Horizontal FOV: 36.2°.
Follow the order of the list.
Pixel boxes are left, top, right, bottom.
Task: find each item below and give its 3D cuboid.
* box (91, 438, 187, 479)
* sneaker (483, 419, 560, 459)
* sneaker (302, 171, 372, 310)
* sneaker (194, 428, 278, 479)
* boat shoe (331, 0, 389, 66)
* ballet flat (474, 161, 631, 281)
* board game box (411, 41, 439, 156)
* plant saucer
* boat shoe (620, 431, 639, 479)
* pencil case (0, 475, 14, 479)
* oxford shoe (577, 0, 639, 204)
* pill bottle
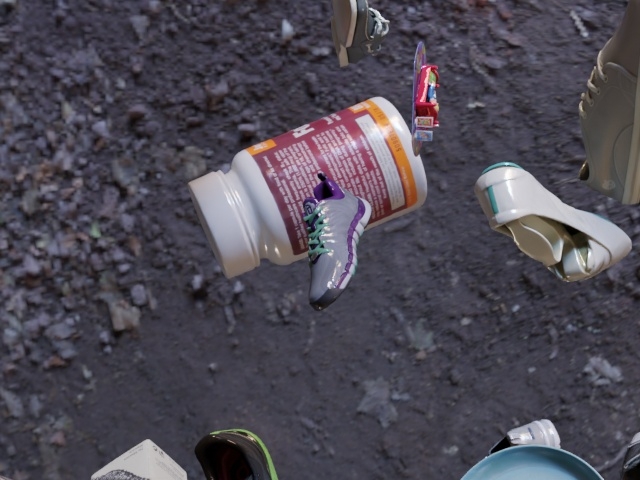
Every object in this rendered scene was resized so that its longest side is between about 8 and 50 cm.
[{"bbox_3d":[-0.238,0.403,1.304,0.113,0.275,0.094,-35,120,7],"label":"box"},{"bbox_3d":[0.351,0.445,1.912,0.105,0.115,0.281,-112,34,-46],"label":"sneaker"},{"bbox_3d":[0.000,0.000,1.354,0.098,0.224,0.083,40,127,-17],"label":"sneaker"},{"bbox_3d":[-0.134,0.608,2.125,0.185,0.202,0.483,-50,55,7],"label":"sneaker"},{"bbox_3d":[0.077,-0.413,1.850,0.099,0.319,0.116,-12,84,-2],"label":"boat shoe"},{"bbox_3d":[0.414,0.000,1.723,0.139,0.400,0.139,-28,48,38],"label":"ballet flat"},{"bbox_3d":[0.161,-0.208,1.449,0.033,0.133,0.169,4,103,13],"label":"board game box"},{"bbox_3d":[0.355,0.504,1.657,0.317,0.044,0.318,-16,53,23],"label":"plant saucer"},{"bbox_3d":[0.623,0.345,1.613,0.306,0.105,0.113,-27,101,46],"label":"boat shoe"},{"bbox_3d":[-0.317,0.330,0.963,0.159,0.410,0.184,17,73,22],"label":"pencil case"},{"bbox_3d":[0.514,-0.260,1.682,0.130,0.169,0.450,10,128,19],"label":"oxford shoe"},{"bbox_3d":[-0.026,-0.091,1.784,0.224,0.392,0.224,157,90,-80],"label":"pill bottle"}]
